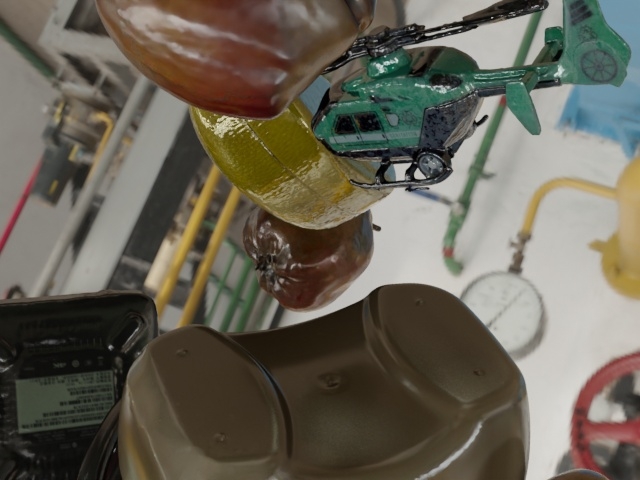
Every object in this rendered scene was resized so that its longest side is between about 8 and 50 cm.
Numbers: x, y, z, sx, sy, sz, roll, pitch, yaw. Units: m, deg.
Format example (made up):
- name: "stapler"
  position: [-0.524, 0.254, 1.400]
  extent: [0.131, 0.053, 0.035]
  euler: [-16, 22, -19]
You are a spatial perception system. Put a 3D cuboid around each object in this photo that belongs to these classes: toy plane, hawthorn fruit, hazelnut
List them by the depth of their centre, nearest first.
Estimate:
- name: "hazelnut"
  position: [-0.068, -0.207, 0.777]
  extent: [0.181, 0.212, 0.181]
  euler: [-1, 142, 47]
- name: "toy plane"
  position: [0.108, -0.139, 0.922]
  extent: [0.382, 0.106, 0.155]
  euler: [-1, 131, 42]
- name: "hawthorn fruit"
  position: [0.000, 0.000, 1.639]
  extent: [0.208, 0.248, 0.208]
  euler: [31, 132, 41]

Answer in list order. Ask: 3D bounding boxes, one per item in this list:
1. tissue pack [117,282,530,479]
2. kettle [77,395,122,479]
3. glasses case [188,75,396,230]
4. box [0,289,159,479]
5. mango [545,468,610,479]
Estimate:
- name: "tissue pack"
  position: [0.003, 0.225, 0.996]
  extent: [0.387, 0.276, 0.267]
  euler: [-12, -147, -21]
- name: "kettle"
  position: [-0.205, 0.281, 1.235]
  extent: [0.144, 0.232, 0.202]
  euler: [-2, 129, 24]
- name: "glasses case"
  position: [-0.031, -0.115, 1.228]
  extent: [0.141, 0.173, 0.371]
  euler: [-31, 154, 16]
- name: "box"
  position: [-0.368, 0.218, 1.411]
  extent: [0.290, 0.289, 0.073]
  euler: [-3, -176, -24]
- name: "mango"
  position: [0.239, 0.288, 0.983]
  extent: [0.089, 0.111, 0.163]
  euler: [48, 140, 20]
